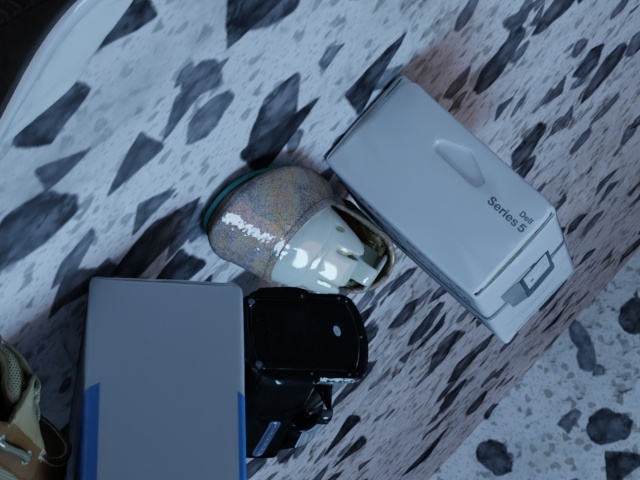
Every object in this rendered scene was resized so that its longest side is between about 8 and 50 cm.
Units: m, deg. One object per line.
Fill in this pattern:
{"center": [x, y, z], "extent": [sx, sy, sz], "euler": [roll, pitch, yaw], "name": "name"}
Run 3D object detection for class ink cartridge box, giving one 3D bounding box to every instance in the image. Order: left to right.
{"center": [-0.145, 0.205, 1.538], "extent": [0.129, 0.223, 0.307], "euler": [3, 145, -10], "name": "ink cartridge box"}
{"center": [0.131, -0.023, 1.794], "extent": [0.115, 0.198, 0.273], "euler": [-47, 163, -1], "name": "ink cartridge box"}

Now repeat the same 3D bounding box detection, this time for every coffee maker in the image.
{"center": [-0.059, 0.124, 1.795], "extent": [0.178, 0.171, 0.120], "euler": [122, -10, -53], "name": "coffee maker"}

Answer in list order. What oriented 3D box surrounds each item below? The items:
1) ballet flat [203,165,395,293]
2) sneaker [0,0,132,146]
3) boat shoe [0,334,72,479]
{"center": [0.000, 0.000, 1.676], "extent": [0.107, 0.106, 0.316], "euler": [-54, 163, 11], "name": "ballet flat"}
{"center": [-0.144, -0.157, 1.004], "extent": [0.290, 0.106, 0.123], "euler": [-49, -176, 6], "name": "sneaker"}
{"center": [-0.247, 0.129, 1.315], "extent": [0.120, 0.122, 0.324], "euler": [-52, 164, 3], "name": "boat shoe"}
